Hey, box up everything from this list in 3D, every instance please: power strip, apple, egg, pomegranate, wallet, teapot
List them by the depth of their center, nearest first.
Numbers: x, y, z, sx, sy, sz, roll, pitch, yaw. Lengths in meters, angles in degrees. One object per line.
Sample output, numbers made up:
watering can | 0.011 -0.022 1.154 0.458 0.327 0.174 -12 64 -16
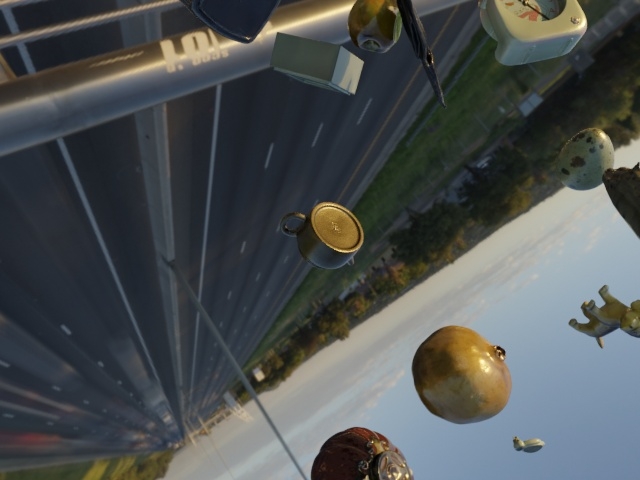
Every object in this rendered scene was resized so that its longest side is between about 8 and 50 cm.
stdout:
pomegranate | 0.320 0.313 1.044 0.233 0.233 0.233 -35 169 -8
power strip | 0.522 0.512 1.140 0.083 0.035 0.055 8 128 -17
wallet | 0.247 -0.525 1.160 0.041 0.247 0.323 -22 139 19
apple | 0.152 -0.615 1.291 0.163 0.146 0.147 69 35 -64
teapot | 0.000 0.000 1.358 0.175 0.267 0.186 -50 -161 43
egg | 0.921 -0.281 1.567 0.177 0.177 0.228 -31 137 -24

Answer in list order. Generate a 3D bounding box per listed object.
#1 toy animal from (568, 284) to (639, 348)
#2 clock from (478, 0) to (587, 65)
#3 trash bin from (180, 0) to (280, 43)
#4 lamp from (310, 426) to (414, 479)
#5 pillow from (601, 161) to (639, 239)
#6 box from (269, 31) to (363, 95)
toy animal | 0.903 0.243 1.410 0.121 0.169 0.233 -37 167 -26
clock | 0.606 -0.688 1.346 0.265 0.324 0.109 -13 160 -7
trash bin | -0.221 -0.525 0.851 0.182 0.290 0.209 -47 157 20
lamp | 0.112 0.659 1.208 0.303 0.303 0.257 -21 159 -53
pillow | 0.550 -0.054 0.758 0.051 0.241 0.093 -5 140 -1
box | -0.011 -0.572 1.480 0.225 0.224 0.118 -19 127 -65
